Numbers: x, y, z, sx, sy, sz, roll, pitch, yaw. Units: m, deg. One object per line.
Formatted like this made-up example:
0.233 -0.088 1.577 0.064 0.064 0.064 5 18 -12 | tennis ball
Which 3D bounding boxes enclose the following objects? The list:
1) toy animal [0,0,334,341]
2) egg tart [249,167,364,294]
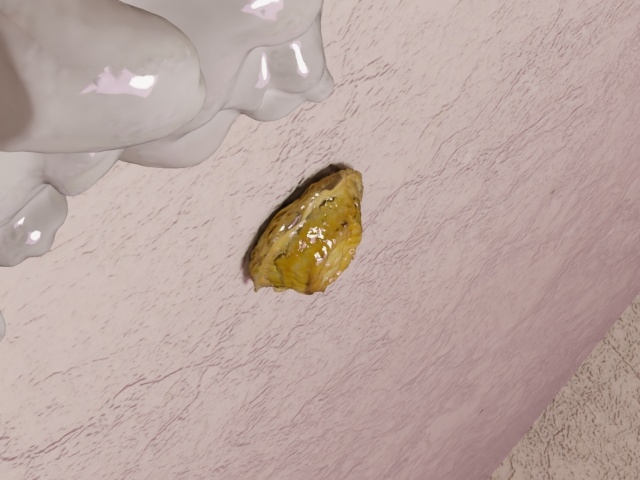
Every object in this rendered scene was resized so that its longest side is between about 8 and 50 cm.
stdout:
-0.100 -0.109 0.612 0.265 0.206 0.271 -41 176 -42 | toy animal
0.000 0.000 1.201 0.129 0.049 0.129 -42 160 -19 | egg tart
